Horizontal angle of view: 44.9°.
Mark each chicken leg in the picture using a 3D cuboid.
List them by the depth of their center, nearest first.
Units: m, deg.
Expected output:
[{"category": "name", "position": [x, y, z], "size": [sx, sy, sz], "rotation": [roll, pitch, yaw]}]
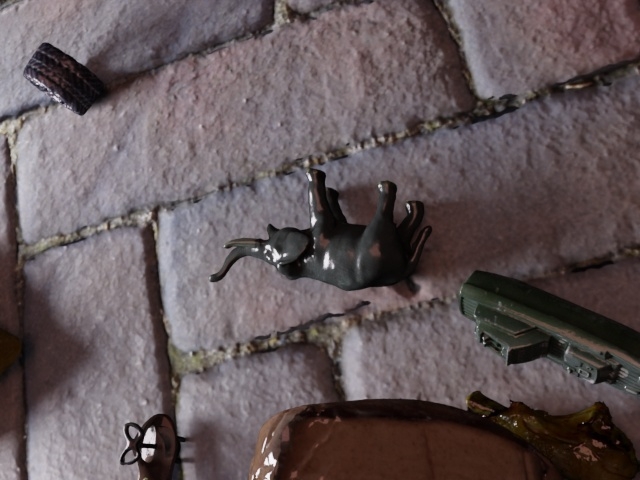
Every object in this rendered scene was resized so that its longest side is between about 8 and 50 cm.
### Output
[{"category": "chicken leg", "position": [0.238, 0.192, 0.798], "size": [0.178, 0.070, 0.093], "rotation": [15, 57, 26]}]

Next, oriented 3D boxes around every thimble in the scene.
[{"category": "thimble", "position": [-0.368, -0.231, 1.108], "size": [0.104, 0.095, 0.066], "rotation": [29, 83, 38]}]

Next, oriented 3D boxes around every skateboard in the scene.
[{"category": "skateboard", "position": [-0.204, 0.278, 0.909], "size": [0.067, 0.080, 0.151], "rotation": [-7, 70, 23]}]

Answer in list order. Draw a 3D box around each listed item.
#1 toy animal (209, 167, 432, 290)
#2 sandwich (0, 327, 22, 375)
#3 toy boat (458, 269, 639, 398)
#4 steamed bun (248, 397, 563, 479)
[{"category": "toy animal", "position": [-0.001, -0.009, 0.926], "size": [0.270, 0.082, 0.137], "rotation": [2, 74, 18]}, {"category": "sandwich", "position": [-0.552, 0.148, 1.062], "size": [0.251, 0.087, 0.226], "rotation": [39, 87, 27]}, {"category": "toy boat", "position": [0.261, 0.113, 0.802], "size": [0.260, 0.078, 0.085], "rotation": [25, 66, 24]}, {"category": "steamed bun", "position": [0.066, 0.290, 0.750], "size": [0.301, 0.199, 0.251], "rotation": [13, 62, -10]}]
